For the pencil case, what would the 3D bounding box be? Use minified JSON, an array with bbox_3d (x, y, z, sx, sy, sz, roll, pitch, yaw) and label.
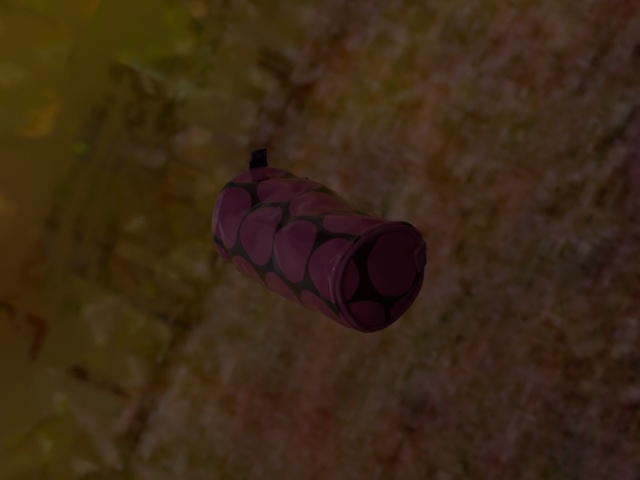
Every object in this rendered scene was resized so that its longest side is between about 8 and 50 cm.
[{"bbox_3d":[0.000,0.000,1.286,0.209,0.098,0.095,30,132,54],"label":"pencil case"}]
